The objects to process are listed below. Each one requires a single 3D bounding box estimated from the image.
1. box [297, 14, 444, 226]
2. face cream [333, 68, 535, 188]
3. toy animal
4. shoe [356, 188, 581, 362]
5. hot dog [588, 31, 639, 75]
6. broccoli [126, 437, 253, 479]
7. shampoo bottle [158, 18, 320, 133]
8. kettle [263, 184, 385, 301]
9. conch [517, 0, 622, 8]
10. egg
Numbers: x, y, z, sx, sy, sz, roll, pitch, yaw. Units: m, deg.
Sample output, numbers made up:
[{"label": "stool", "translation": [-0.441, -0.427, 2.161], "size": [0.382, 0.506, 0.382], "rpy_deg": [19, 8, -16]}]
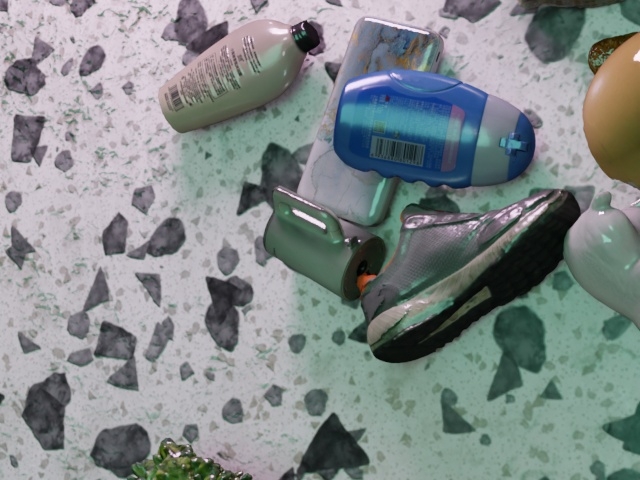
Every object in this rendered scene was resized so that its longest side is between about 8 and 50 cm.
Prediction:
[{"label": "box", "translation": [0.069, -0.168, 1.896], "size": [0.142, 0.044, 0.285], "rpy_deg": [19, 90, 32]}, {"label": "face cream", "translation": [0.154, -0.145, 1.795], "size": [0.264, 0.083, 0.149], "rpy_deg": [12, 95, 11]}, {"label": "toy animal", "translation": [0.420, 0.060, 1.629], "size": [0.282, 0.140, 0.138], "rpy_deg": [45, 111, 29]}, {"label": "shoe", "translation": [0.179, 0.009, 1.774], "size": [0.336, 0.132, 0.171], "rpy_deg": [-38, 58, 20]}, {"label": "hot dog", "translation": [0.388, -0.239, 1.746], "size": [0.083, 0.035, 0.058], "rpy_deg": [-11, 76, 25]}, {"label": "broccoli", "translation": [-0.196, 0.452, 1.839], "size": [0.334, 0.272, 0.324], "rpy_deg": [62, 149, 14]}, {"label": "shampoo bottle", "translation": [-0.116, -0.247, 1.980], "size": [0.256, 0.078, 0.127], "rpy_deg": [-26, 66, 24]}, {"label": "kettle", "translation": [-0.002, 0.006, 1.856], "size": [0.148, 0.127, 0.098], "rpy_deg": [29, 91, 28]}, {"label": "conch", "translation": [0.315, -0.446, 1.730], "size": [0.352, 0.210, 0.297], "rpy_deg": [4, 101, 33]}, {"label": "egg", "translation": [0.433, -0.169, 1.610], "size": [0.244, 0.201, 0.201], "rpy_deg": [-48, 61, 45]}]
